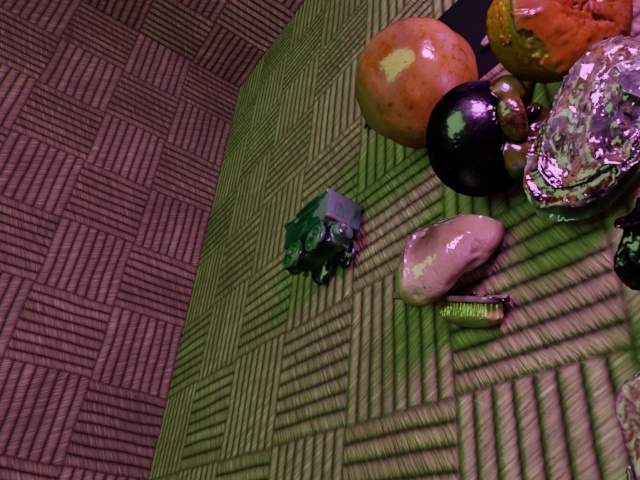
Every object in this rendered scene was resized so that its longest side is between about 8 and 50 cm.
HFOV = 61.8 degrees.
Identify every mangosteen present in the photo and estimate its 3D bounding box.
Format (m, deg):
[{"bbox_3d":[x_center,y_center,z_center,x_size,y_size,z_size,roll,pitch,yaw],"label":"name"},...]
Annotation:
[{"bbox_3d":[0.313,-0.194,1.011,0.243,0.243,0.243,-42,35,39],"label":"mangosteen"}]

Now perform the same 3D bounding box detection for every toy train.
[{"bbox_3d":[0.000,0.000,1.505,0.266,0.145,0.202,-37,35,43],"label":"toy train"}]

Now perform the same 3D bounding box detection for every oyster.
[{"bbox_3d":[0.449,-0.194,0.855,0.351,0.162,0.158,-61,-15,-7],"label":"oyster"}]

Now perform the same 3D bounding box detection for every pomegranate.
[{"bbox_3d":[0.223,-0.363,1.258,0.307,0.307,0.307,-42,35,39],"label":"pomegranate"}]

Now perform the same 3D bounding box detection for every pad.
[{"bbox_3d":[0.377,-0.526,1.390,0.247,0.007,0.368,-36,38,46],"label":"pad"}]

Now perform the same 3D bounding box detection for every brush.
[{"bbox_3d":[0.237,0.131,1.049,0.313,0.072,0.067,-7,76,61],"label":"brush"}]

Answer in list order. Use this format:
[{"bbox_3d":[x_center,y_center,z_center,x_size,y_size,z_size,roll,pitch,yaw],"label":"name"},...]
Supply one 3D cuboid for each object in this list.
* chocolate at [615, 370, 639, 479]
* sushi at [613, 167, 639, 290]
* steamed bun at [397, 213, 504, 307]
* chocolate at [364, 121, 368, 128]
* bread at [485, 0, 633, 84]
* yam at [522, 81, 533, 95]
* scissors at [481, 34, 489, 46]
[{"bbox_3d":[0.422,0.246,0.574,0.148,0.093,0.214,-34,42,45],"label":"chocolate"},{"bbox_3d":[0.461,-0.030,0.670,0.212,0.147,0.115,-63,26,-3],"label":"sushi"},{"bbox_3d":[0.220,0.026,1.037,0.231,0.110,0.212,-28,17,49],"label":"steamed bun"},{"bbox_3d":[0.172,-0.432,1.670,0.086,0.028,0.182,-40,35,54],"label":"chocolate"},{"bbox_3d":[0.423,-0.399,0.945,0.268,0.268,0.145,-71,16,-9],"label":"bread"},{"bbox_3d":[0.427,-0.334,1.109,0.032,0.032,0.145,-5,64,61],"label":"yam"},{"bbox_3d":[0.487,-0.573,1.205,0.317,0.024,0.160,-56,27,13],"label":"scissors"}]
